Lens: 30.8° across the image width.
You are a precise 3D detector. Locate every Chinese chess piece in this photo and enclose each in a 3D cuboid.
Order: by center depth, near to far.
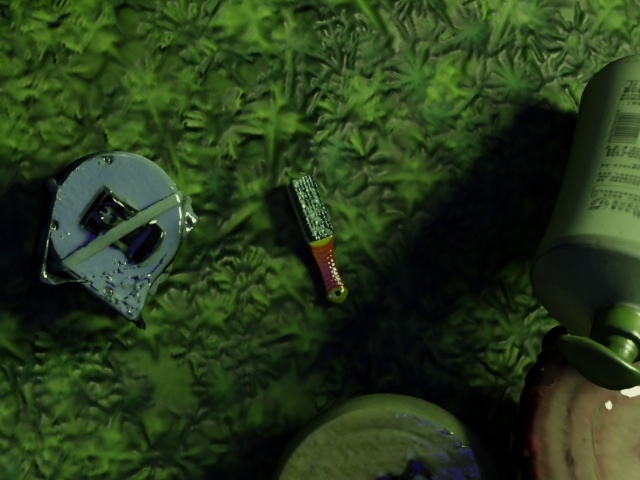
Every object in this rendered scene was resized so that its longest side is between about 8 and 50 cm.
[{"bbox_3d":[0.038,0.162,0.677,0.144,0.058,0.144,0,88,8],"label":"Chinese chess piece"}]

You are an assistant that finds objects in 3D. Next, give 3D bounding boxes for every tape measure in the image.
[{"bbox_3d":[-0.124,-0.006,0.682,0.091,0.054,0.094,24,82,-16],"label":"tape measure"}]

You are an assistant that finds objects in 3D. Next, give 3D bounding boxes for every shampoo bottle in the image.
[{"bbox_3d":[0.191,-0.006,0.685,0.118,0.087,0.234,27,49,-1],"label":"shampoo bottle"}]

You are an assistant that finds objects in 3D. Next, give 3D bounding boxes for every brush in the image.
[{"bbox_3d":[0.000,0.000,0.727,0.018,0.021,0.083,-18,89,-17],"label":"brush"}]

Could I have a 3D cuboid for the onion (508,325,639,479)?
[{"bbox_3d":[0.214,0.209,0.650,0.314,0.146,0.280,33,42,5],"label":"onion"}]
